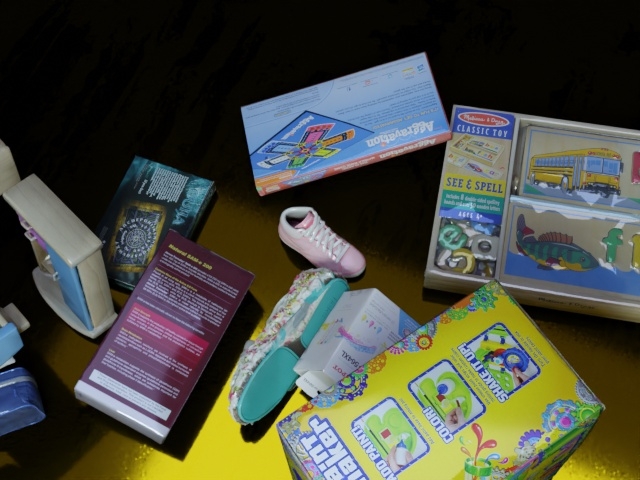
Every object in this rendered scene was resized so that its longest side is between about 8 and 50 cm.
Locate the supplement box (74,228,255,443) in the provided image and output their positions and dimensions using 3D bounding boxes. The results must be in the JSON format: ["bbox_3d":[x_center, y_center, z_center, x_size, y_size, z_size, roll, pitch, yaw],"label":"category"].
[{"bbox_3d":[-0.197,0.121,1.259,0.130,0.073,0.239,29,69,-1],"label":"supplement box"}]

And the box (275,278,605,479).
[{"bbox_3d":[0.122,0.234,1.083,0.279,0.290,0.177,-32,67,-13],"label":"box"}]

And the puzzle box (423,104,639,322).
[{"bbox_3d":[0.360,-0.035,1.333,0.408,0.052,0.272,8,64,7],"label":"puzzle box"}]

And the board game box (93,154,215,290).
[{"bbox_3d":[-0.240,-0.020,1.370,0.126,0.026,0.186,19,67,10],"label":"board game box"}]

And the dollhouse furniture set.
[{"bbox_3d":[-0.450,0.066,1.217,0.303,0.198,0.286,-38,67,-25],"label":"dollhouse furniture set"}]

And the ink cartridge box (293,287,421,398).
[{"bbox_3d":[0.044,0.144,1.223,0.092,0.090,0.143,40,69,-16],"label":"ink cartridge box"}]

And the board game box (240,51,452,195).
[{"bbox_3d":[0.033,-0.167,1.401,0.281,0.027,0.145,-16,61,6],"label":"board game box"}]

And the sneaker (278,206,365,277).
[{"bbox_3d":[0.000,0.000,1.325,0.134,0.070,0.051,30,67,15],"label":"sneaker"}]

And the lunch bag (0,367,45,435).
[{"bbox_3d":[-0.406,0.204,1.248,0.098,0.067,0.065,-19,63,-7],"label":"lunch bag"}]

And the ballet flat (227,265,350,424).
[{"bbox_3d":[-0.051,0.132,1.269,0.077,0.091,0.241,16,57,44],"label":"ballet flat"}]
